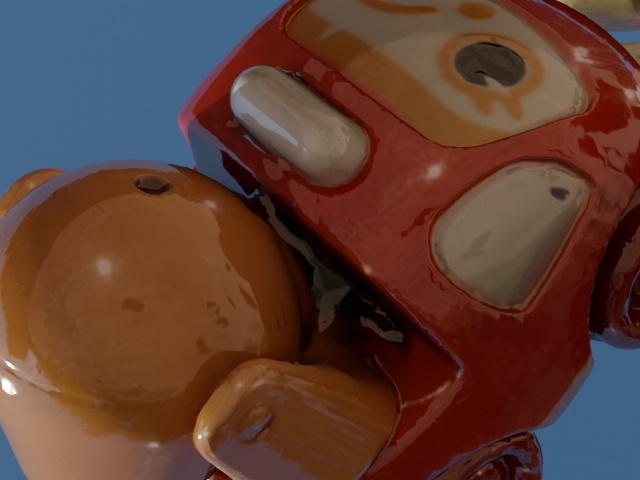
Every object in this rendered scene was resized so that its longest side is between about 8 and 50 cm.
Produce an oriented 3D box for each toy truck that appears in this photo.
[{"bbox_3d":[0.000,0.000,0.754,0.189,0.265,0.239,39,-175,38],"label":"toy truck"}]

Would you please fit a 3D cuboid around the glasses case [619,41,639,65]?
[{"bbox_3d":[0.155,-0.067,0.833,0.083,0.021,0.032,3,-108,12],"label":"glasses case"}]

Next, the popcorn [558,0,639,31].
[{"bbox_3d":[0.280,-0.337,1.427,0.390,0.344,0.354,-29,-127,9],"label":"popcorn"}]
